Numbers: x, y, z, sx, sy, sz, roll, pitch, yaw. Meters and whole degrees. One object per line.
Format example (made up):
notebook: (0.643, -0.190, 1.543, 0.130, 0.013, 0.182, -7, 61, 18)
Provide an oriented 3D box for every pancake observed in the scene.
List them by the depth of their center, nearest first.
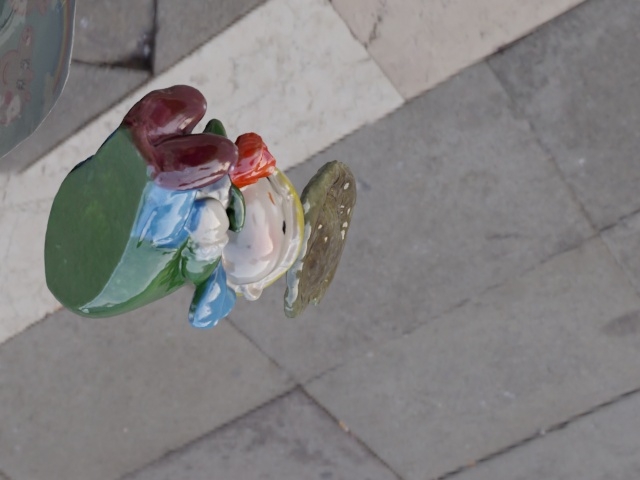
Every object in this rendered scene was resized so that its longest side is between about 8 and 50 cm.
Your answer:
pancake: (0.001, 0.000, 1.337, 0.042, 0.223, 0.236, 17, 172, 15)

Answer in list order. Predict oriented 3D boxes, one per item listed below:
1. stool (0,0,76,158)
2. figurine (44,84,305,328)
stool: (-0.391, -0.252, 1.004, 0.226, 0.310, 0.310, 17, 118, 6)
figurine: (-0.073, -0.029, 0.733, 0.234, 0.127, 0.185, -6, 137, -47)
